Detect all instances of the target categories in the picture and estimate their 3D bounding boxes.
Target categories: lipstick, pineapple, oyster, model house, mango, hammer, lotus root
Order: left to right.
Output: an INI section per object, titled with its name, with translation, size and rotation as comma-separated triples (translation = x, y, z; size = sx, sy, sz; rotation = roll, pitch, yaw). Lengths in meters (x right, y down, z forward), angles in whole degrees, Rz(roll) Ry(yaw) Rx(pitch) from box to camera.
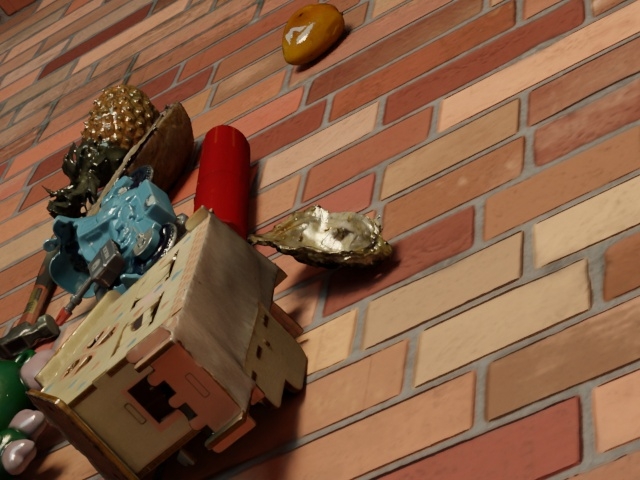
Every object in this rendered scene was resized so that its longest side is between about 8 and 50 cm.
[hammer]
translation = -0.372, 0.065, 2.176
size = 0.111, 0.033, 0.288
rotation = -27, 23, 19
[pineapple]
translation = -0.326, -0.120, 2.380
size = 0.125, 0.125, 0.251
rotation = -13, 36, 43
[lotus root]
translation = -0.255, -0.061, 2.217
size = 0.167, 0.078, 0.329
rotation = -47, 11, 45
[model house]
translation = -0.158, 0.139, 1.579
size = 0.244, 0.169, 0.326
rotation = -37, 16, 17
[lipstick]
translation = -0.121, -0.058, 2.016
size = 0.073, 0.073, 0.280
rotation = -30, 24, 14
[mango]
translation = -0.013, -0.298, 2.350
size = 0.080, 0.060, 0.114
rotation = 19, 54, 45
[oyster]
translation = 0.005, 0.001, 1.709
size = 0.177, 0.056, 0.105
rotation = 3, 17, 34

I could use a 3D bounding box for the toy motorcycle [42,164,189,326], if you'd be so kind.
[toy motorcycle]
translation = -0.247, 0.015, 1.974
size = 0.182, 0.123, 0.272
rotation = -49, 27, 9

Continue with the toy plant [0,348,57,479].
[toy plant]
translation = -0.376, 0.213, 1.783
size = 0.232, 0.112, 0.243
rotation = -26, 30, 26
